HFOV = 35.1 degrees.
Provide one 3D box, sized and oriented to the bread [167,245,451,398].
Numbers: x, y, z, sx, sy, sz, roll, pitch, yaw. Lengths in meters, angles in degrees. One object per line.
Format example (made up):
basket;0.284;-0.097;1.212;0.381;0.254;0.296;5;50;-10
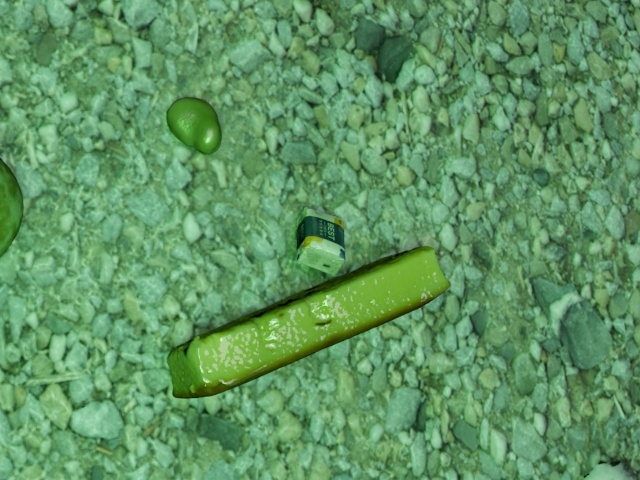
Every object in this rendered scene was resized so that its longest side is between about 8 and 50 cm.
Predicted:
bread;-0.019;0.104;1.293;0.361;0.138;0.077;-21;90;-22

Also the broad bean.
broad bean;-0.162;-0.151;1.319;0.063;0.045;0.083;-44;93;-8

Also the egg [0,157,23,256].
egg;-0.468;-0.036;1.081;0.290;0.238;0.238;-11;88;-26

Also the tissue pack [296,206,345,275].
tissue pack;0.000;0.000;1.345;0.062;0.042;0.083;18;38;-16
